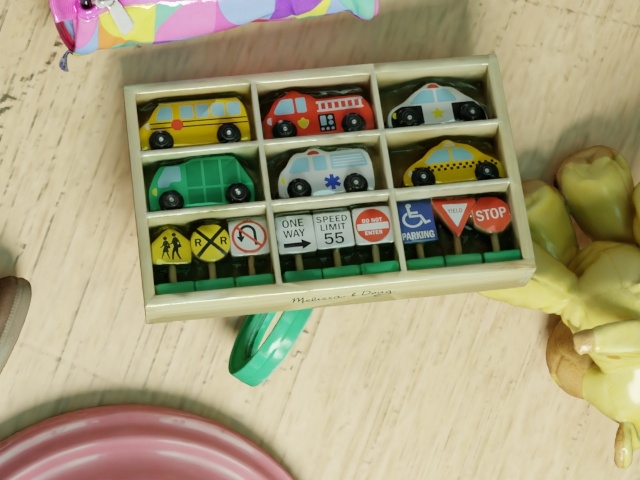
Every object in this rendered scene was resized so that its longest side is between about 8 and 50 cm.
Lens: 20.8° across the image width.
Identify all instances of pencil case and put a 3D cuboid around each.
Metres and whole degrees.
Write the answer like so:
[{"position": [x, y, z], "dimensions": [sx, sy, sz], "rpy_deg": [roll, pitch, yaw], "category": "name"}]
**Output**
[{"position": [-0.075, -0.182, 1.186], "dimensions": [0.236, 0.104, 0.104], "rpy_deg": [-11, 100, -15], "category": "pencil case"}]

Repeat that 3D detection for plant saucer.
[{"position": [-0.137, 0.285, 1.235], "dimensions": [0.332, 0.084, 0.332], "rpy_deg": [-2, 98, -15], "category": "plant saucer"}]

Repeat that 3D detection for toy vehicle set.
[{"position": [0.004, -0.037, 1.201], "dimensions": [0.266, 0.035, 0.166], "rpy_deg": [-6, 68, -8], "category": "toy vehicle set"}]

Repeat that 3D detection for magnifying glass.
[{"position": [0.000, 0.000, 1.244], "dimensions": [0.026, 0.092, 0.231], "rpy_deg": [30, 78, -14], "category": "magnifying glass"}]

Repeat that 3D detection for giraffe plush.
[{"position": [0.219, 0.060, 1.279], "dimensions": [0.181, 0.210, 0.170], "rpy_deg": [-31, 133, -14], "category": "giraffe plush"}]

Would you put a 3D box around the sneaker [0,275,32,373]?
[{"position": [-0.266, 0.097, 1.182], "dimensions": [0.071, 0.066, 0.188], "rpy_deg": [32, 87, -16], "category": "sneaker"}]
